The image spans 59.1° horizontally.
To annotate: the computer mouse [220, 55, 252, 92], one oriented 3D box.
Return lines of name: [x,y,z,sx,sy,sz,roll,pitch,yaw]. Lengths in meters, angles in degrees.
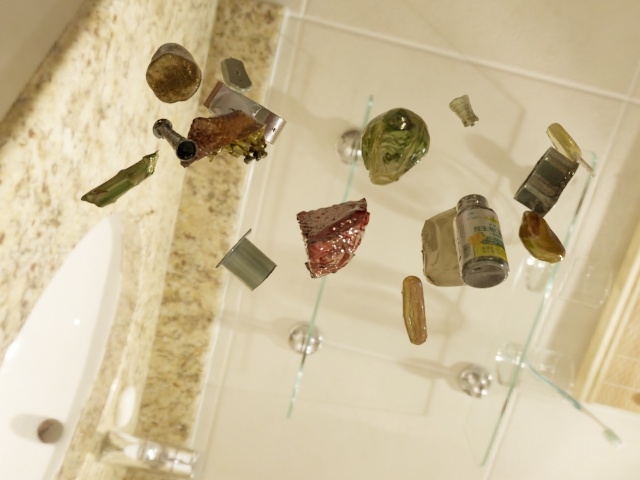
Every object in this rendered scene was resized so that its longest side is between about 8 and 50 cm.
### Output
computer mouse: [-0.288,-0.550,1.896,0.056,0.089,0.181,-54,-134,44]

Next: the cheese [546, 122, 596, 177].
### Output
cheese: [0.842,-0.289,1.880,0.050,0.127,0.255,-33,-139,16]

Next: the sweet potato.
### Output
sweet potato: [-0.437,-0.508,1.695,0.369,0.158,0.157,-114,-146,-59]

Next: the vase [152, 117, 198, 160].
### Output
vase: [-0.373,-0.258,1.439,0.167,0.059,0.059,40,-54,43]

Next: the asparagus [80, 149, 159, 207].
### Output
asparagus: [-0.673,-0.204,1.940,0.085,0.343,0.082,63,13,-2]

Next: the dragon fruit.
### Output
dragon fruit: [0.000,0.000,1.769,0.330,0.240,0.302,-38,147,-73]

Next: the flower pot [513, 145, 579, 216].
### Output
flower pot: [0.684,-0.179,1.706,0.229,0.108,0.103,-50,170,-27]

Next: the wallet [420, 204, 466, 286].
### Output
wallet: [0.494,0.029,2.110,0.275,0.068,0.335,-14,-111,41]

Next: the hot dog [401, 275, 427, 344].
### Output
hot dog: [0.256,0.191,1.556,0.047,0.066,0.215,-95,174,-66]

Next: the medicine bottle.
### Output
medicine bottle: [0.479,-0.006,1.715,0.141,0.142,0.293,105,-9,-48]

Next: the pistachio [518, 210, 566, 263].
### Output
pistachio: [0.680,-0.007,1.765,0.100,0.189,0.110,-38,179,15]

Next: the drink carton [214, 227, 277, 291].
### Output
drink carton: [-0.300,0.097,2.297,0.185,0.189,0.191,-40,-172,34]

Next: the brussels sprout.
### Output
brussels sprout: [0.246,-0.322,1.940,0.210,0.220,0.271,-5,-118,58]

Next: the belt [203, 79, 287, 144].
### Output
belt: [-0.280,-0.470,2.102,0.339,0.217,0.122,22,103,-50]

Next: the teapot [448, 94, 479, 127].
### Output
teapot: [0.381,-0.335,1.488,0.083,0.057,0.067,62,-5,12]

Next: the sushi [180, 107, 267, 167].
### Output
sushi: [-0.280,-0.303,1.702,0.296,0.167,0.179,-33,107,-59]
